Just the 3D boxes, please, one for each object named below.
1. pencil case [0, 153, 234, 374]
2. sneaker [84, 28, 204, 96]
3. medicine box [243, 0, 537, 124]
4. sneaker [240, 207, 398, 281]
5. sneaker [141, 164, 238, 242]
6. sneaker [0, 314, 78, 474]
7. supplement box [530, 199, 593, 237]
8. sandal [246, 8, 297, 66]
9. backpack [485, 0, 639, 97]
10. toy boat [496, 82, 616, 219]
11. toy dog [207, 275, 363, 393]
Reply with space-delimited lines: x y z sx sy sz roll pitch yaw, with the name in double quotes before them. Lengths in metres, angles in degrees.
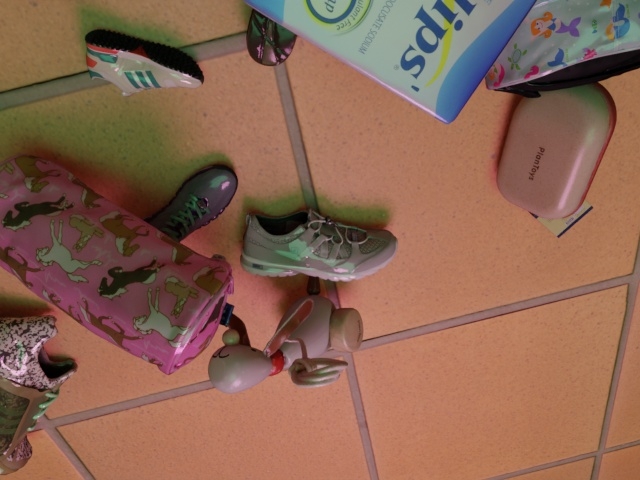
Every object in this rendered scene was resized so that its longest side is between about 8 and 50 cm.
"pencil case" -0.309 0.026 0.717 0.386 0.167 0.160 29 121 7
"sneaker" -0.250 -0.238 0.718 0.161 0.057 0.075 12 136 -18
"medicine box" 0.093 -0.327 0.578 0.289 0.149 0.263 25 113 -18
"sneaker" 0.000 0.000 0.875 0.281 0.105 0.115 -3 123 -7
"sneaker" -0.221 -0.029 0.822 0.224 0.098 0.083 -37 121 14
"sneaker" -0.557 0.294 0.959 0.182 0.158 0.410 -7 130 -27
"supplement box" 0.438 -0.066 0.938 0.083 0.056 0.083 32 112 -26
"sandal" -0.039 -0.344 0.677 0.090 0.060 0.219 16 123 -15
"backpack" 0.343 -0.295 0.681 0.254 0.225 0.191 -19 101 8
"toy boat" 0.404 -0.159 0.841 0.151 0.151 0.231 -27 137 -33
"toy dog" -0.053 0.140 0.872 0.220 0.334 0.161 -10 88 12
